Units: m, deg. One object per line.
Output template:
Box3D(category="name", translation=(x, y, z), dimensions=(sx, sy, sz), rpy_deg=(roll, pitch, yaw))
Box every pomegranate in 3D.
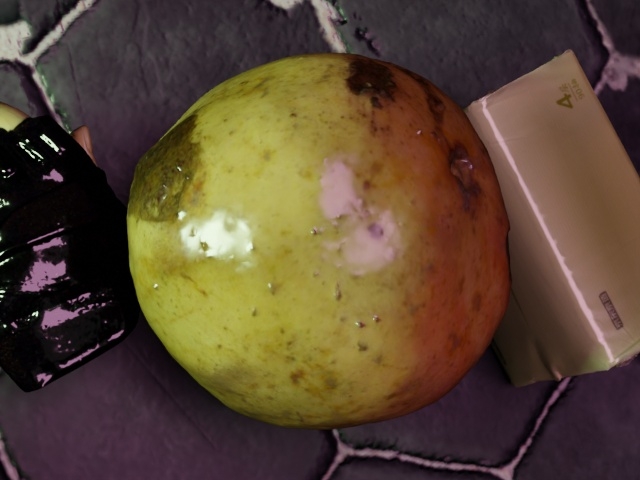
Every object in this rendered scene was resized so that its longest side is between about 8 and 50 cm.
Box3D(category="pomegranate", translation=(0.000, 0.000, 1.020), dimensions=(0.281, 0.281, 0.281), rpy_deg=(4, 79, -20))

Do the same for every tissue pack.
Box3D(category="tissue pack", translation=(0.179, -0.011, 1.141), dimensions=(0.125, 0.159, 0.234), rpy_deg=(-28, 91, -23))

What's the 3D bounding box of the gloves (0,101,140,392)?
Box3D(category="gloves", translation=(-0.210, -0.013, 1.031), dimensions=(0.164, 0.124, 0.203), rpy_deg=(-34, 101, -40))
